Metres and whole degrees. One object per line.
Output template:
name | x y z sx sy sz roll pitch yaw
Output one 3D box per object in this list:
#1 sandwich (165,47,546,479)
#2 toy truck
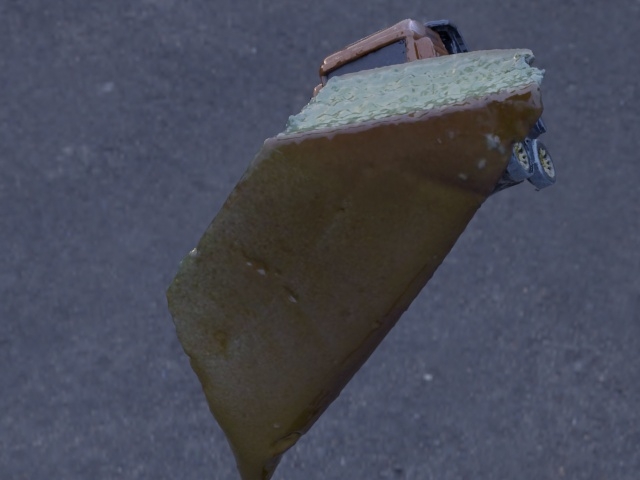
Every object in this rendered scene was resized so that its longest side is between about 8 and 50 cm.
sandwich | 0.000 0.000 0.587 0.096 0.258 0.094 34 27 -5
toy truck | 0.074 -0.071 0.792 0.083 0.192 0.092 -21 72 28
